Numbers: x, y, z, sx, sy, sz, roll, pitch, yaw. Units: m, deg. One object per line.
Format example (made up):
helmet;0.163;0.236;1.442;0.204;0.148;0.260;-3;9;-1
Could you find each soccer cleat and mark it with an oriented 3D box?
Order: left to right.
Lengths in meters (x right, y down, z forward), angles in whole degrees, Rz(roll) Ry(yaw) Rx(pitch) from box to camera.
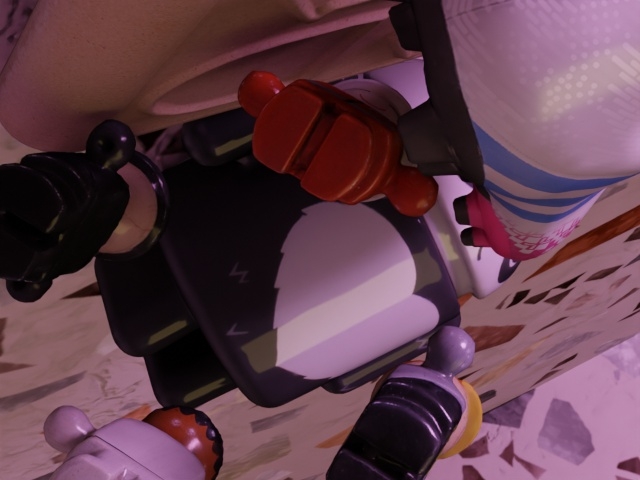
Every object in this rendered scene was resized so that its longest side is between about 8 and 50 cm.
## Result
soccer cleat;0.118;-0.058;0.561;0.143;0.116;0.331;-10;175;11

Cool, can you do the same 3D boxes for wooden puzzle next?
wooden puzzle;0.041;-0.139;0.597;0.348;0.080;0.322;-13;175;-24

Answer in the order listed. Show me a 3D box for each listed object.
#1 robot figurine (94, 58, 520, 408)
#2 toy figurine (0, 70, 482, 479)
robot figurine;0.000;0.000;0.840;0.278;0.173;0.209;-27;169;0
toy figurine;-0.037;0.034;0.616;0.213;0.209;0.148;-16;-178;12
